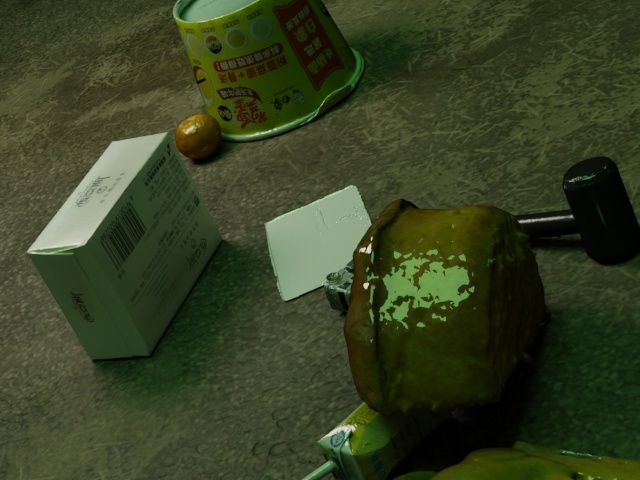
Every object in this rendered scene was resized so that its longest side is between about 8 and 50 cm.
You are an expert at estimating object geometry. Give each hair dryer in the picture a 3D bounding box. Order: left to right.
[{"bbox_3d":[0.281,-0.035,1.761,0.248,0.114,0.070,-4,27,45],"label":"hair dryer"}]

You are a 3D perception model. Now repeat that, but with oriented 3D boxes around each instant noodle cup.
[{"bbox_3d":[-0.101,-0.343,2.397,0.311,0.221,0.311,-19,32,12],"label":"instant noodle cup"}]

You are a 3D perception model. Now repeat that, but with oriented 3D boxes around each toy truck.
[{"bbox_3d":[0.065,0.045,1.836,0.063,0.052,0.123,20,51,43],"label":"toy truck"}]

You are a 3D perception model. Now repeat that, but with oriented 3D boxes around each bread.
[{"bbox_3d":[0.138,0.050,1.550,0.194,0.179,0.340,0,18,21],"label":"bread"}]

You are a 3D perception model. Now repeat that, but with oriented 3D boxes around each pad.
[{"bbox_3d":[0.000,0.000,2.002,0.156,0.004,0.232,-24,30,4],"label":"pad"}]

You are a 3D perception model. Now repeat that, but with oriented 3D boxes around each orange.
[{"bbox_3d":[-0.207,-0.175,2.363,0.083,0.070,0.083,-25,30,16],"label":"orange"}]

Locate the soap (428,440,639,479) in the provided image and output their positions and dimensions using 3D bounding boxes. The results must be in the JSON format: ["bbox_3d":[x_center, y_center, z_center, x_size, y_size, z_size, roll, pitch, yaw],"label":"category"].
[{"bbox_3d":[0.233,0.273,1.233,0.281,0.143,0.259,1,13,41],"label":"soap"}]

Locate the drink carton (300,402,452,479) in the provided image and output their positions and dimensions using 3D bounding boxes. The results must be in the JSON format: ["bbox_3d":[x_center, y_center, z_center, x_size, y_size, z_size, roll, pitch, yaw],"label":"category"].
[{"bbox_3d":[0.054,0.223,1.535,0.074,0.084,0.200,14,46,45],"label":"drink carton"}]

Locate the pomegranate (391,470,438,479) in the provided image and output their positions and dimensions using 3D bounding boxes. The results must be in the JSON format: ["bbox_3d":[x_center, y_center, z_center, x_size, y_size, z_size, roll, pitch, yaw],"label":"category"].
[{"bbox_3d":[0.094,0.287,1.397,0.114,0.114,0.142,-43,10,-28],"label":"pomegranate"}]

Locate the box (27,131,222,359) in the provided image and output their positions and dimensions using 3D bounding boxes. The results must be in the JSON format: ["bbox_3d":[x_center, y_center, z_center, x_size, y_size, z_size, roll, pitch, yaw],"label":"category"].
[{"bbox_3d":[-0.273,0.006,2.000,0.116,0.203,0.274,-7,36,29],"label":"box"}]
